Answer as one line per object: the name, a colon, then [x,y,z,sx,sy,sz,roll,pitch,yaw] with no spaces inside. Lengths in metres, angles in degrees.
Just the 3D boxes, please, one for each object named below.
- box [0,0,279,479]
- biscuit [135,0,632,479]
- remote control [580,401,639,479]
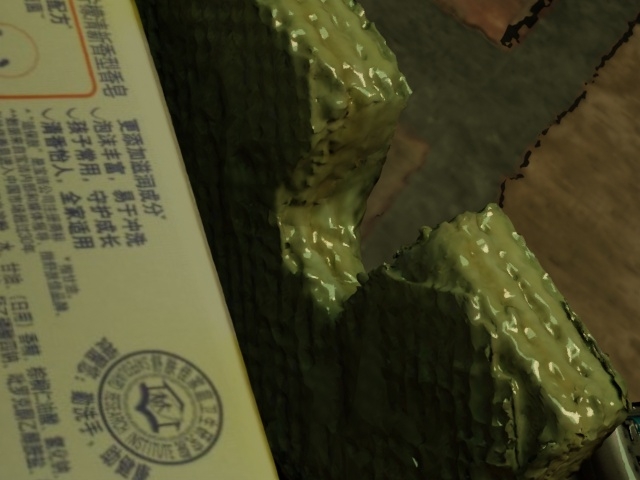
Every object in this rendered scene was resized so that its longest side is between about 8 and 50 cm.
box: [-0.129,0.006,0.573,0.168,0.097,0.265,-4,59,-29]
biscuit: [0.000,0.000,0.609,0.046,0.147,0.250,-15,64,-35]
remote control: [0.200,0.088,0.723,0.212,0.028,0.059,-2,57,-28]
